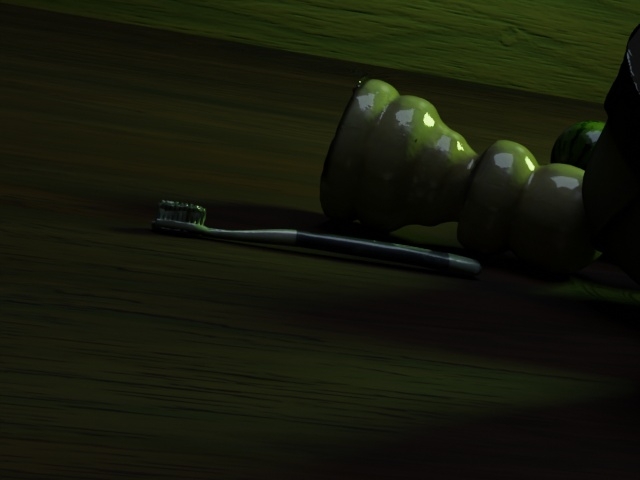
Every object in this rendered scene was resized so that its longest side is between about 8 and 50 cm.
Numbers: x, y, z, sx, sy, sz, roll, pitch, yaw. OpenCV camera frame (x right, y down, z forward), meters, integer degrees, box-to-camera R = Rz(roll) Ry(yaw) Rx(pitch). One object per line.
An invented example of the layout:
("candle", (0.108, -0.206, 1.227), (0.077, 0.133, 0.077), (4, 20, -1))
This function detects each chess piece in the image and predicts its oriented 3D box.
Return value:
("chess piece", (0.140, -0.045, 1.586), (0.260, 0.143, 0.143), (21, 13, 14))

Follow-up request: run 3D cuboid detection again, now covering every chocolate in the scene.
("chocolate", (0.347, -0.049, 1.479), (0.283, 0.186, 0.284), (12, 47, -13))

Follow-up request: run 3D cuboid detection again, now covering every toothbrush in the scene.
("toothbrush", (0.000, 0.000, 1.454), (0.288, 0.026, 0.024), (9, 14, -13))

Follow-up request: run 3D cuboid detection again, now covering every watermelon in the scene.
("watermelon", (0.327, -0.095, 2.103), (0.109, 0.109, 0.109), (11, 11, -2))

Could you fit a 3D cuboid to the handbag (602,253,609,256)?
("handbag", (0.438, -0.034, 1.762), (0.283, 0.149, 0.302), (20, 12, 31))
